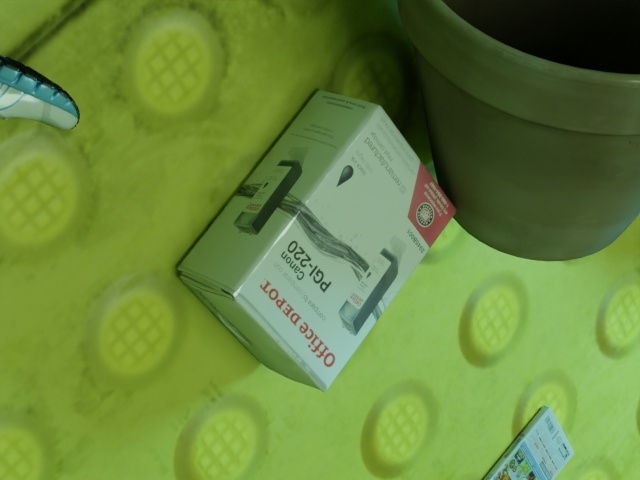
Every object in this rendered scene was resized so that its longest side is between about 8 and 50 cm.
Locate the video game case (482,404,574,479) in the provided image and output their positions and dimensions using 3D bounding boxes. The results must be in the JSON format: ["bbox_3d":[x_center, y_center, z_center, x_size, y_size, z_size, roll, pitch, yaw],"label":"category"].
[{"bbox_3d":[0.234,0.257,1.582,0.122,0.011,0.087,-47,129,-21],"label":"video game case"}]

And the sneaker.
[{"bbox_3d":[-0.266,-0.104,1.012,0.191,0.071,0.083,19,96,-34],"label":"sneaker"}]

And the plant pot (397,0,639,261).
[{"bbox_3d":[0.220,-0.141,1.261,0.323,0.323,0.280,-32,146,-30],"label":"plant pot"}]

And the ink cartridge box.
[{"bbox_3d":[0.000,0.000,1.249,0.218,0.092,0.158,-52,130,-14],"label":"ink cartridge box"}]
